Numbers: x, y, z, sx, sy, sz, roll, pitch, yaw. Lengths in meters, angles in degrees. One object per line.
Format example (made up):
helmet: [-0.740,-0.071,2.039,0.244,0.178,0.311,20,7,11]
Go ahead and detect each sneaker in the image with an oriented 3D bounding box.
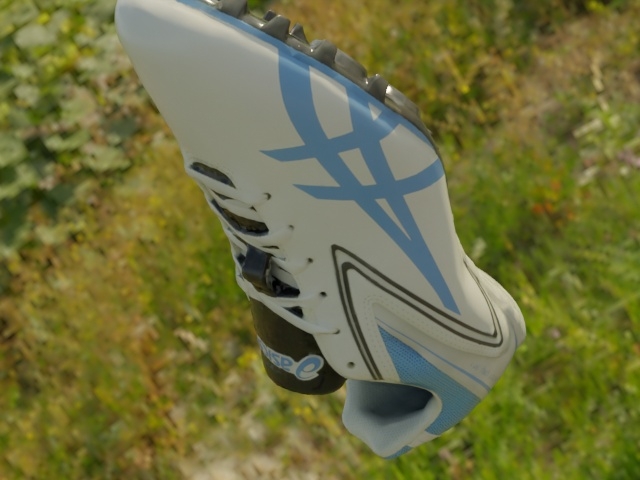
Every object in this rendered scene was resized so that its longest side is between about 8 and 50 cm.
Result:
sneaker: [0.000,0.000,0.535,0.085,0.237,0.086,26,73,41]
